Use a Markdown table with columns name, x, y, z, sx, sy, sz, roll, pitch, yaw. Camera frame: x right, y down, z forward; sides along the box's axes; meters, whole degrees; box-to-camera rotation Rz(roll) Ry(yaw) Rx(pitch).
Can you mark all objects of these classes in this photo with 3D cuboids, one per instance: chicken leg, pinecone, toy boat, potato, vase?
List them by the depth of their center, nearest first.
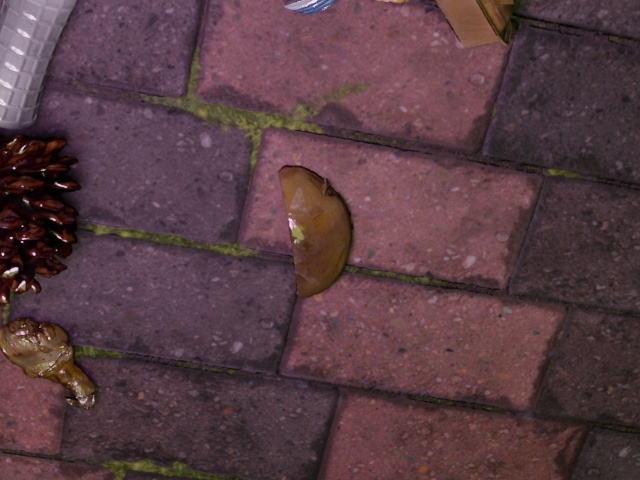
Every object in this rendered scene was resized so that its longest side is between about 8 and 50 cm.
| name | x | y | z | sx | sy | sz | roll | pitch | yaw |
| --- | --- | --- | --- | --- | --- | --- | --- | --- | --- |
| vase | -0.444 | -0.321 | 1.817 | 0.143 | 0.143 | 0.299 | 22 | 117 | -15 |
| toy boat | -0.033 | -0.411 | 1.848 | 0.149 | 0.034 | 0.105 | 31 | 106 | -20 |
| pinecone | -0.525 | -0.033 | 1.895 | 0.298 | 0.242 | 0.296 | -8 | 116 | -5 |
| potato | 0.000 | 0.003 | 2.031 | 0.120 | 0.100 | 0.261 | -8 | 118 | 1 |
| chicken leg | -0.471 | 0.216 | 2.118 | 0.227 | 0.088 | 0.103 | 43 | 94 | -19 |

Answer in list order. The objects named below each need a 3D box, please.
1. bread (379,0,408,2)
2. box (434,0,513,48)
| name | x | y | z | sx | sy | sz | roll | pitch | yaw |
| --- | --- | --- | --- | --- | --- | --- | --- | --- | --- |
| bread | 0.048 | -0.540 | 1.711 | 0.236 | 0.165 | 0.375 | 5 | 116 | -9 |
| box | 0.240 | -0.380 | 1.849 | 0.111 | 0.111 | 0.177 | -30 | 116 | 11 |
